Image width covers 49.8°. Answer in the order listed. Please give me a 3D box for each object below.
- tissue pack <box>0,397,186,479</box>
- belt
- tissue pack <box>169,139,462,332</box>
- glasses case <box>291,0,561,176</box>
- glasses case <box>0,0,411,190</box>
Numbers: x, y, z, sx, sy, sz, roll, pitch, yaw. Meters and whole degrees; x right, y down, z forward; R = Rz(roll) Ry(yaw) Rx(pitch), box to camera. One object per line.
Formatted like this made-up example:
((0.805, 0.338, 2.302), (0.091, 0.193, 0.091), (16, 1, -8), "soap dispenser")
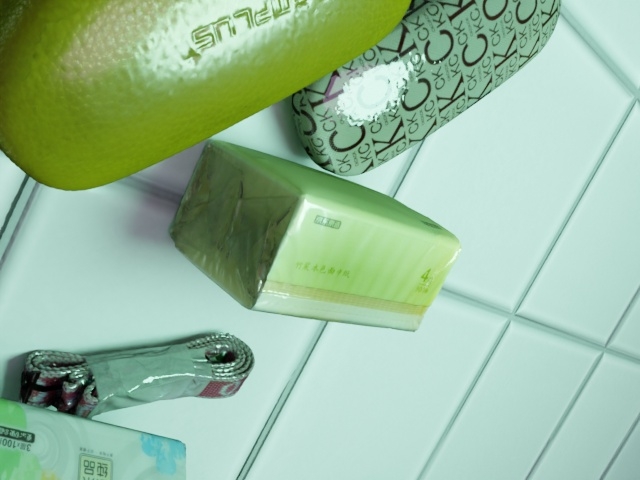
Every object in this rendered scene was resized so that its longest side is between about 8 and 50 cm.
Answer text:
((-0.248, 0.242, 0.591), (0.159, 0.145, 0.229), (-30, 142, 22), "tissue pack")
((-0.169, 0.135, 0.680), (0.232, 0.071, 0.053), (1, 131, -38), "belt")
((0.000, 0.000, 0.679), (0.234, 0.159, 0.125), (15, 104, -44), "tissue pack")
((0.121, -0.197, 0.719), (0.355, 0.085, 0.137), (-36, 131, -19), "glasses case")
((-0.081, -0.180, 0.521), (0.371, 0.141, 0.173), (-33, 131, -22), "glasses case")
